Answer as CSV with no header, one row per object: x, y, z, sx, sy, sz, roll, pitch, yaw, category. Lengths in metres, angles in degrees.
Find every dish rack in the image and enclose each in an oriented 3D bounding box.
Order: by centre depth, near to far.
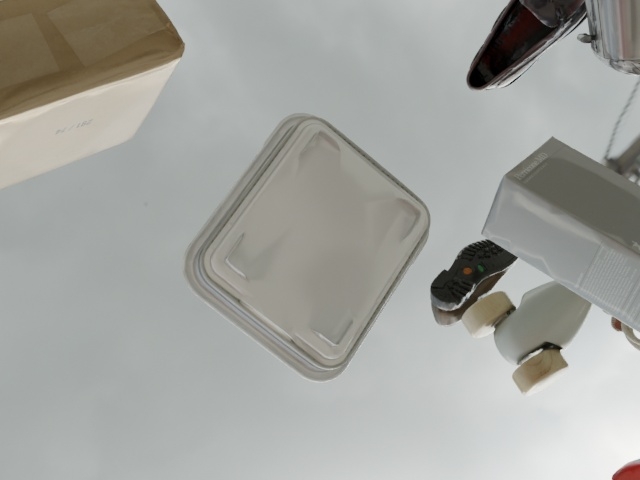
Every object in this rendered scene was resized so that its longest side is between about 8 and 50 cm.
0.000,0.000,1.378,0.285,0.072,0.333,39,-113,-11,dish rack

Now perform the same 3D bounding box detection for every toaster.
0.406,-0.271,1.111,0.227,0.146,0.129,-5,-160,2,toaster

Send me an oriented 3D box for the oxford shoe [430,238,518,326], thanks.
0.264,0.070,1.692,0.227,0.096,0.083,-34,-131,-31,oxford shoe

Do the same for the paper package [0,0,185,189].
-0.408,-0.221,1.435,0.325,0.309,0.168,-27,-97,-31,paper package

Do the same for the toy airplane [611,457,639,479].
0.644,0.420,1.351,0.384,0.272,0.386,17,-170,-15,toy airplane

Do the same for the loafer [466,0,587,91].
0.327,-0.335,1.489,0.109,0.302,0.095,44,-137,8,loafer

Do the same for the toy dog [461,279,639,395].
0.384,0.094,1.461,0.161,0.334,0.220,6,-115,-61,toy dog

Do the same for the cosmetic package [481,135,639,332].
0.321,-0.007,1.125,0.238,0.107,0.127,35,-134,19,cosmetic package
